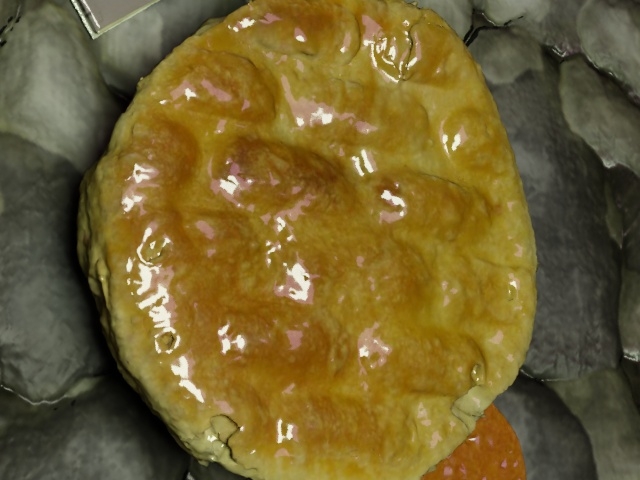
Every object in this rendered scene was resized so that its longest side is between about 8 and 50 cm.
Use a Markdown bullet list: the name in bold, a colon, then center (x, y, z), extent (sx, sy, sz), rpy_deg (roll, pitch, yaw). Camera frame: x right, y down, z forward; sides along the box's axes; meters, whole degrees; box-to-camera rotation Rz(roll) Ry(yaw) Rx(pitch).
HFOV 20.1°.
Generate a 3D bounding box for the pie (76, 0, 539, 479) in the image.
- **pie**: center (0.000, 0.000, 1.146), extent (0.339, 0.083, 0.339), rpy_deg (5, 80, -31)

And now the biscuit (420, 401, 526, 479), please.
- **biscuit**: center (0.045, 0.138, 1.216), extent (0.202, 0.047, 0.334), rpy_deg (-9, 85, -32)

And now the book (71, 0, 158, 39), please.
- **book**: center (-0.141, -0.238, 1.172), extent (0.127, 0.014, 0.182), rpy_deg (-34, 101, -30)
